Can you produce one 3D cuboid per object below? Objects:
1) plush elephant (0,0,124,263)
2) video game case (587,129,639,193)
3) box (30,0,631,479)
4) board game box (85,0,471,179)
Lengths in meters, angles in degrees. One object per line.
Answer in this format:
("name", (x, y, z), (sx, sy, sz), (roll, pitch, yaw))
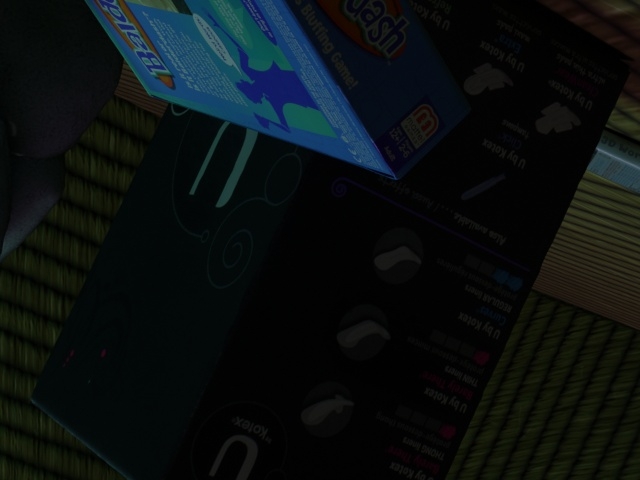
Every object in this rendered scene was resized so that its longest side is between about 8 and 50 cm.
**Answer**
("plush elephant", (-0.235, -0.114, 0.937), (0.255, 0.272, 0.330), (14, 154, -38))
("video game case", (0.144, -0.067, 1.162), (0.166, 0.015, 0.119), (25, 179, 5))
("box", (0.000, 0.000, 0.898), (0.143, 0.270, 0.165), (25, 178, -30))
("board game box", (-0.048, -0.115, 0.761), (0.210, 0.047, 0.160), (22, 151, 55))
